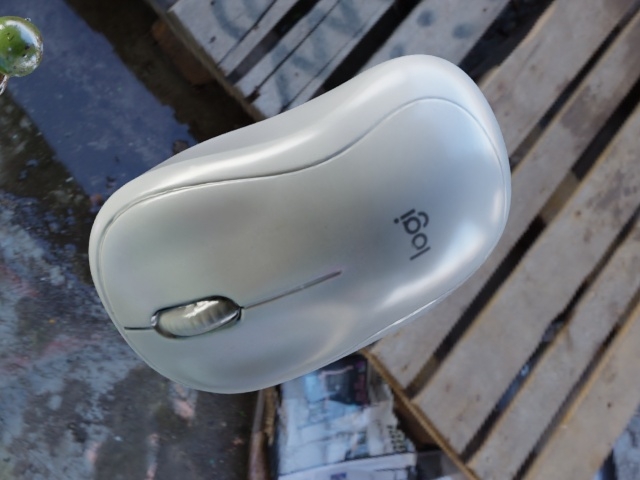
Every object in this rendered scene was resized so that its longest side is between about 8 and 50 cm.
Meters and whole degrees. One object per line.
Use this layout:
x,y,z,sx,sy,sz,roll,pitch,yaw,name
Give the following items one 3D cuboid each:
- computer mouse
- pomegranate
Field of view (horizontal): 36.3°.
0.000,0.000,0.649,0.297,0.121,0.184,-25,120,-8,computer mouse
-0.337,-0.203,1.066,0.073,0.073,0.084,6,74,-32,pomegranate
